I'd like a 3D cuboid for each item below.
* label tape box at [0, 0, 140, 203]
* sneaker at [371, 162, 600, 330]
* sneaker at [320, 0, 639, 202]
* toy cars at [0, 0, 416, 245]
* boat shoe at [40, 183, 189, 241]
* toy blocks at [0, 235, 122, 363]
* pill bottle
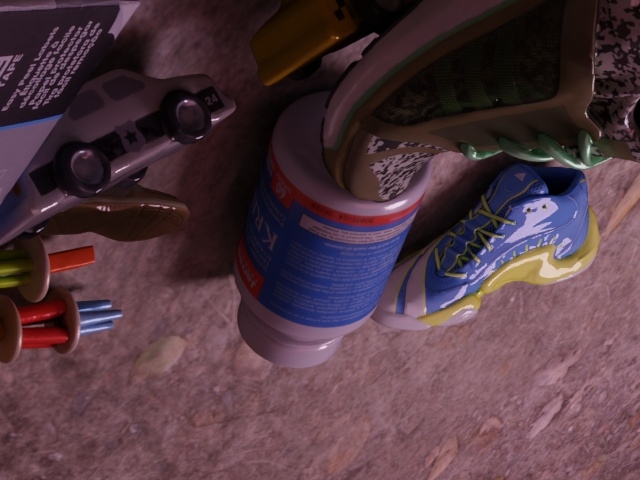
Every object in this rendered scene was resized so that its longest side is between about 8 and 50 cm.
[{"bbox_3d":[-0.275,-0.055,0.814,0.249,0.115,0.348,-50,170,23],"label":"label tape box"},{"bbox_3d":[0.143,-0.007,1.448,0.240,0.091,0.126,-19,129,-22],"label":"sneaker"},{"bbox_3d":[0.143,-0.093,0.981,0.158,0.182,0.410,-33,175,-36],"label":"sneaker"},{"bbox_3d":[-0.065,-0.124,1.055,0.394,0.087,0.176,-30,-178,-1],"label":"toy cars"},{"bbox_3d":[-0.154,-0.030,1.149,0.135,0.045,0.050,6,142,-44],"label":"boat shoe"},{"bbox_3d":[-0.206,0.040,1.193,0.148,0.054,0.123,-7,141,-37],"label":"toy blocks"},{"bbox_3d":[0.000,0.000,1.261,0.124,0.124,0.221,-14,144,-29],"label":"pill bottle"}]
